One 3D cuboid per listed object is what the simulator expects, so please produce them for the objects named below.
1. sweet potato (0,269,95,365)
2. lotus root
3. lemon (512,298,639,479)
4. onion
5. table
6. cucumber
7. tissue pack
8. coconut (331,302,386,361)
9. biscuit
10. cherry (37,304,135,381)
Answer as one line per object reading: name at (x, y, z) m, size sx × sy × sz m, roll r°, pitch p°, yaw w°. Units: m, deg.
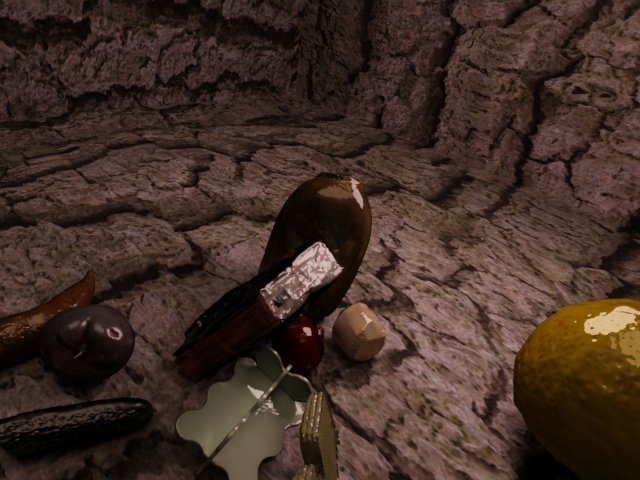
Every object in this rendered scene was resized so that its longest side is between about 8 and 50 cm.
sweet potato at (-0.588, 0.183, 0.899) m, size 0.106 × 0.095 × 0.354 m, roll 59°, pitch 38°, yaw -7°
lotus root at (0.000, 0.000, 1.105) m, size 0.251 × 0.345 × 0.250 m, roll 20°, pitch 8°, yaw -3°
lemon at (0.558, 0.272, 0.828) m, size 0.350 × 0.387 × 0.349 m, roll 30°, pitch 17°, yaw -10°
onion at (-0.048, 0.223, 0.967) m, size 0.131 × 0.131 × 0.131 m, roll 8°, pitch 31°, yaw -5°
table at (-0.131, 0.307, 0.764) m, size 0.167 × 0.166 × 0.198 m, roll 23°, pitch 33°, yaw 20°
cucumber at (-0.413, 0.312, 0.757) m, size 0.242 × 0.074 × 0.074 m, roll -4°, pitch 33°, yaw -25°
tissue pack at (-0.134, 0.139, 0.895) m, size 0.123 × 0.332 × 0.245 m, roll 53°, pitch 37°, yaw -1°
coconut at (0.086, 0.210, 1.040) m, size 0.116 × 0.116 × 0.122 m, roll -11°, pitch 41°, yaw -32°
biscuit at (-0.006, 0.372, 0.695) m, size 0.046 × 0.147 × 0.250 m, roll -10°, pitch 20°, yaw 11°
cherry at (-0.458, 0.197, 0.873) m, size 0.176 × 0.139 × 0.176 m, roll 8°, pitch 8°, yaw -1°
